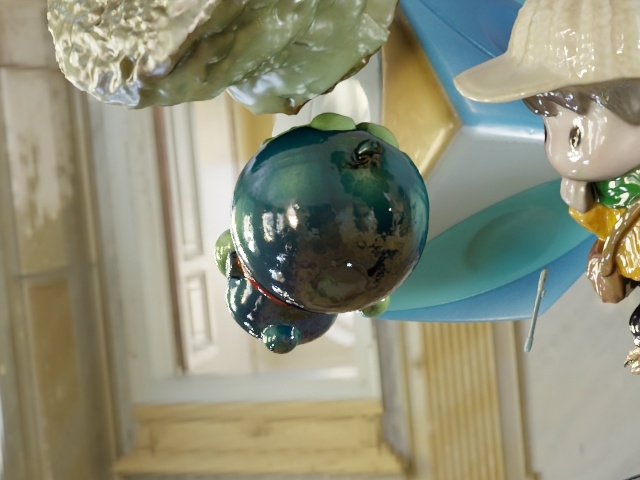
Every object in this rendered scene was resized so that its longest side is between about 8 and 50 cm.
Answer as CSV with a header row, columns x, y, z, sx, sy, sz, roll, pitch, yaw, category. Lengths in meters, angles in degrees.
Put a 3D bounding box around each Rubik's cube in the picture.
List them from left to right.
x,y,z,sx,sy,sz,roll,pitch,yaw,category
0.175,-0.123,1.776,0.352,0.352,0.347,2,137,-32,Rubik's cube

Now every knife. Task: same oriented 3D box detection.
x,y,z,sx,sy,sz,roll,pitch,yaw,category
0.237,0.077,1.527,0.010,0.096,0.027,14,-175,16,knife

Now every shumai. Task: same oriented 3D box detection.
x,y,z,sx,sy,sz,roll,pitch,yaw,category
-0.077,-0.294,1.523,0.323,0.397,0.324,22,-161,-45,shumai

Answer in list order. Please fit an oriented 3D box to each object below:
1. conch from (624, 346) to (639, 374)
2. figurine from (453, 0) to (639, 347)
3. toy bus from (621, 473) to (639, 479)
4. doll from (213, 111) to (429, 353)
x,y,z,sx,sy,sz,roll,pitch,yaw,category
0.510,0.126,1.969,0.093,0.109,0.330,-30,164,-16,conch
0.276,-0.078,1.175,0.204,0.332,0.185,-39,-169,-9,figurine
0.274,0.256,1.318,0.166,0.047,0.065,-23,180,14,toy bus
-0.001,0.000,1.423,0.199,0.186,0.322,9,142,-12,doll
